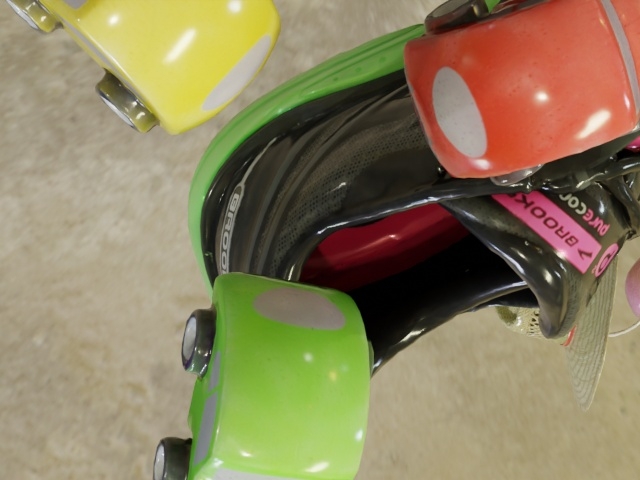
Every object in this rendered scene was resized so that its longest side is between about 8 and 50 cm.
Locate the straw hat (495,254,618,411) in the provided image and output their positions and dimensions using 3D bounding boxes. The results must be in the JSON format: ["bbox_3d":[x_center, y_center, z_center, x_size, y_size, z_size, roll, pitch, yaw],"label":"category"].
[{"bbox_3d":[0.136,0.028,0.991,0.061,0.144,0.145,8,101,2],"label":"straw hat"}]

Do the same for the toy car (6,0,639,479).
[{"bbox_3d":[0.000,0.000,0.521,0.239,0.053,0.225,10,95,-17],"label":"toy car"}]

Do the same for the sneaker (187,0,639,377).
[{"bbox_3d":[0.138,-0.064,0.845,0.483,0.202,0.185,-38,132,27],"label":"sneaker"}]

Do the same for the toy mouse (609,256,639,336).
[{"bbox_3d":[0.240,0.011,1.022,0.161,0.143,0.031,-15,141,29],"label":"toy mouse"}]
